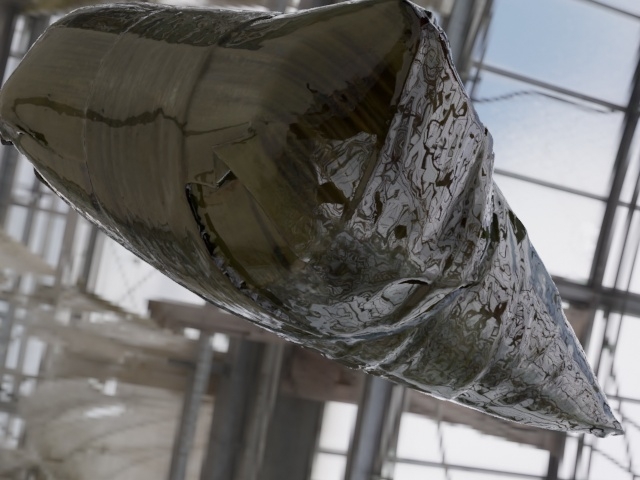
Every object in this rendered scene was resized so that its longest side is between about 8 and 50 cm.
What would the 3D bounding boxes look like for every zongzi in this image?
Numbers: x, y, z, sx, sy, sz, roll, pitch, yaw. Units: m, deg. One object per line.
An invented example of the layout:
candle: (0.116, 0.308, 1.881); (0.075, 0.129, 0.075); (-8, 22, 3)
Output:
zongzi: (0.000, 0.000, 0.728); (0.286, 0.300, 0.138); (13, -114, 51)
